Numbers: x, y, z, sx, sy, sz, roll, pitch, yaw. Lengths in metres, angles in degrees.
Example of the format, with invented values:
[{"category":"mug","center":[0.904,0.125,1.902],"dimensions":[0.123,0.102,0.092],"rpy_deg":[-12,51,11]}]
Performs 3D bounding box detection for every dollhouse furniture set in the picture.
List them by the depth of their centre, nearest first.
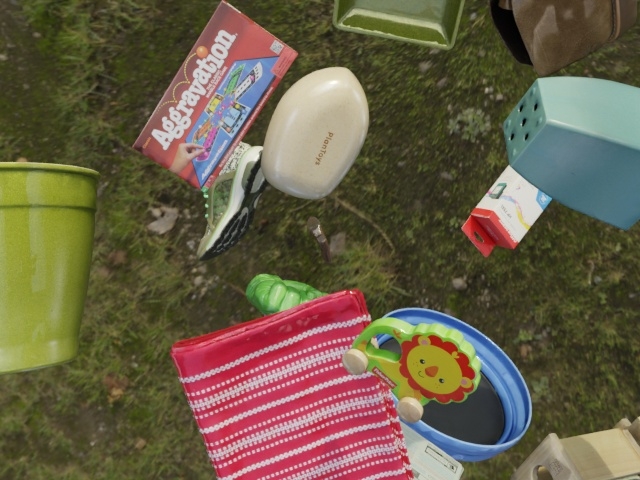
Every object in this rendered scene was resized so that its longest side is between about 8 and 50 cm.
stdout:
[{"category":"dollhouse furniture set","center":[0.322,0.282,0.688],"dimensions":[0.181,0.161,0.101],"rpy_deg":[-1,135,-24]}]

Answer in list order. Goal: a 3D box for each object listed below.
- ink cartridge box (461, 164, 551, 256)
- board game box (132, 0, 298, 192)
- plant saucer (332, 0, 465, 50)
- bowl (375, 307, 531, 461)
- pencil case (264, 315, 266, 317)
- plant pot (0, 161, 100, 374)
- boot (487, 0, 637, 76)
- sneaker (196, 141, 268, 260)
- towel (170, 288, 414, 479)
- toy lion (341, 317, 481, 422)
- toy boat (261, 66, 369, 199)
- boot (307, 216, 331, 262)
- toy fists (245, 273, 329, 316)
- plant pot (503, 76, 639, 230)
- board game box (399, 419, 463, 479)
[{"category":"ink cartridge box","center":[0.497,-0.074,1.785],"dimensions":[0.134,0.078,0.231],"rpy_deg":[44,78,-26]},{"category":"board game box","center":[-0.174,-0.230,1.097],"dimensions":[0.145,0.027,0.281],"rpy_deg":[32,106,-13]},{"category":"plant saucer","center":[0.121,-0.386,0.967],"dimensions":[0.188,0.045,0.188],"rpy_deg":[13,135,5]},{"category":"bowl","center":[0.275,0.313,1.483],"dimensions":[0.391,0.391,0.077],"rpy_deg":[27,123,4]},{"category":"pencil case","center":[-0.037,0.178,1.596],"dimensions":[0.209,0.098,0.095],"rpy_deg":[18,129,-8]},{"category":"plant pot","center":[-0.585,0.062,1.233],"dimensions":[0.366,0.366,0.353],"rpy_deg":[-5,88,17]},{"category":"boot","center":[0.200,-0.267,0.594],"dimensions":[0.115,0.112,0.305],"rpy_deg":[-36,137,5]},{"category":"sneaker","center":[-0.292,-0.131,2.025],"dimensions":[0.182,0.158,0.410],"rpy_deg":[34,105,21]},{"category":"towel","center":[-0.018,0.196,0.679],"dimensions":[0.198,0.031,0.275],"rpy_deg":[-17,106,-2]},{"category":"toy lion","center":[0.081,0.102,0.564],"dimensions":[0.100,0.034,0.096],"rpy_deg":[40,127,5]},{"category":"toy boat","center":[-0.064,-0.237,1.279],"dimensions":[0.318,0.148,0.268],"rpy_deg":[23,107,-25]},{"category":"boot","center":[0.000,0.000,1.932],"dimensions":[0.037,0.106,0.114],"rpy_deg":[-23,145,0]},{"category":"toy fists","center":[-0.019,0.145,1.410],"dimensions":[0.279,0.142,0.096],"rpy_deg":[25,95,-40]},{"category":"plant pot","center":[0.423,-0.155,1.062],"dimensions":[0.234,0.166,0.165],"rpy_deg":[16,140,-13]},{"category":"board game box","center":[0.062,0.347,0.930],"dimensions":[0.224,0.303,0.098],"rpy_deg":[33,107,14]}]
